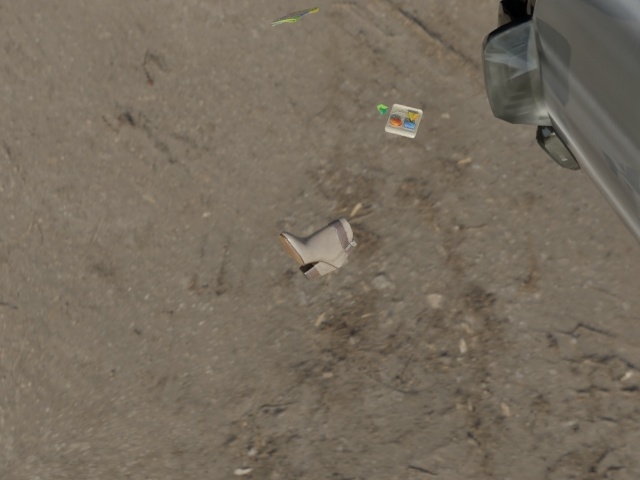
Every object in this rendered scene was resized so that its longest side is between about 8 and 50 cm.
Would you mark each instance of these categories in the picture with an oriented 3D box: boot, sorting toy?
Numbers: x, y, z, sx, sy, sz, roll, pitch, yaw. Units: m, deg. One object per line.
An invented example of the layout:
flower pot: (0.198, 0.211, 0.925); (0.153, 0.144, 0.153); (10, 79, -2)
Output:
boot: (0.000, 0.000, 1.213); (0.087, 0.118, 0.042); (-41, 54, -8)
sorting toy: (0.140, -0.223, 1.694); (0.083, 0.012, 0.062); (15, 64, 9)

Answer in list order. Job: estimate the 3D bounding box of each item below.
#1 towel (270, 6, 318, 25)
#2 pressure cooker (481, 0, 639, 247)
towel: (-0.045, -0.404, 1.676); (0.083, 0.060, 0.009); (-41, 121, -49)
pressure cooker: (0.356, -0.156, 0.736); (0.370, 0.375, 0.420); (21, 29, -21)
